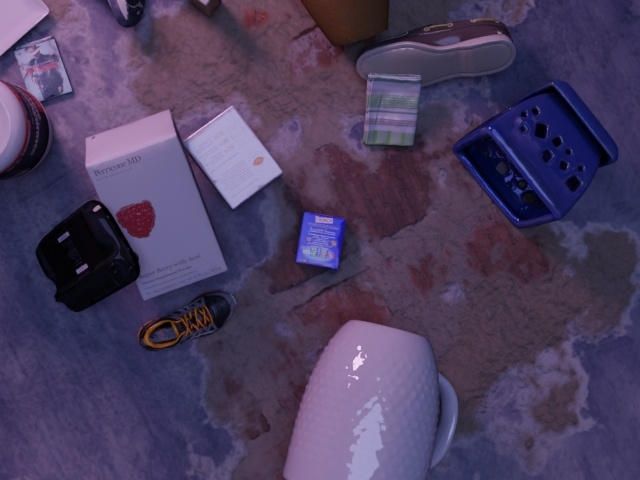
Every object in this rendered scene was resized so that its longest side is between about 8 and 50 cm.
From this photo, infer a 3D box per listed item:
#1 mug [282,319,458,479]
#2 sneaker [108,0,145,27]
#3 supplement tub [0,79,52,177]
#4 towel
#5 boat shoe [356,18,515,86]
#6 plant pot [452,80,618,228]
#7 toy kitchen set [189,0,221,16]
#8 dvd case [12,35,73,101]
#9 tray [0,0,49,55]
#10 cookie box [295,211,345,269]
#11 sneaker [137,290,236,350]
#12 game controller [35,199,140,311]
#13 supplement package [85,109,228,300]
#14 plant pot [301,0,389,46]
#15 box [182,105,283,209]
[{"bbox_3d":[0.133,0.348,1.783,0.374,0.276,0.328,20,80,-36],"label":"mug"},{"bbox_3d":[-0.447,-0.553,1.790,0.122,0.110,0.283,-20,90,12],"label":"sneaker"},{"bbox_3d":[-0.617,-0.207,1.668,0.191,0.272,0.191,0,94,-3],"label":"supplement tub"},{"bbox_3d":[0.149,-0.269,1.853,0.113,0.023,0.152,2,113,-5],"label":"towel"},{"bbox_3d":[0.234,-0.395,1.852,0.324,0.116,0.097,-7,50,5],"label":"boat shoe"},{"bbox_3d":[0.443,-0.182,1.812,0.212,0.236,0.236,-40,94,-10],"label":"plant pot"},{"bbox_3d":[-0.259,-0.584,1.780,0.207,0.122,0.166,36,91,-5],"label":"toy kitchen set"},{"bbox_3d":[-0.563,-0.345,1.809,0.087,0.013,0.119,-18,92,-6],"label":"dvd case"},{"bbox_3d":[-0.688,-0.422,1.788,0.270,0.030,0.145,-42,94,-4],"label":"tray"},{"bbox_3d":[0.000,0.000,1.857,0.092,0.040,0.107,10,90,-6],"label":"cookie box"},{"bbox_3d":[-0.269,0.169,1.810,0.215,0.083,0.084,-27,92,-6],"label":"sneaker"},{"bbox_3d":[-0.447,0.035,1.694,0.067,0.319,0.166,-21,87,-40],"label":"game controller"},{"bbox_3d":[-0.314,-0.070,1.705,0.177,0.175,0.293,-20,117,-5],"label":"supplement package"},{"bbox_3d":[0.044,-0.529,1.782,0.237,0.237,0.254,-22,106,-5],"label":"plant pot"},{"bbox_3d":[-0.178,-0.164,1.812,0.130,0.091,0.170,-37,93,-5],"label":"box"}]
